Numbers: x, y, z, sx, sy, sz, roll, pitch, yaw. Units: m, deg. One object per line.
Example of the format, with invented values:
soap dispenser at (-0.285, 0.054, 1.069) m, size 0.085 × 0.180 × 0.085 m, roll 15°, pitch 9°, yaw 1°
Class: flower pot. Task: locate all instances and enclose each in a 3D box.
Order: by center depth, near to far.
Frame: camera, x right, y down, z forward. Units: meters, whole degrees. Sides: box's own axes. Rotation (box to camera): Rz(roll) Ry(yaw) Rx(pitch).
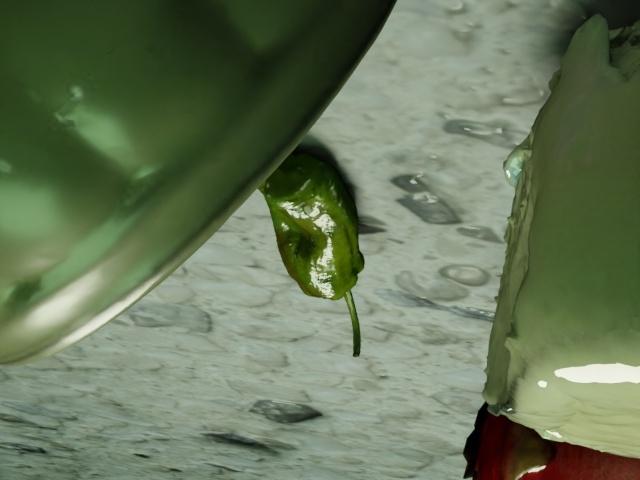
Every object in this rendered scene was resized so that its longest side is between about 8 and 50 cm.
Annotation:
flower pot at (-0.133, -0.128, 0.531) m, size 0.244 × 0.307 × 0.307 m, roll 43°, pitch 145°, yaw -22°

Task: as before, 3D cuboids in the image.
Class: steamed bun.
steamed bun at (0.253, 0.006, 0.721) m, size 0.312 × 0.232 × 0.334 m, roll 10°, pitch 166°, yaw -2°

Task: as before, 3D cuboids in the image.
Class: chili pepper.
chili pepper at (-0.003, 0.001, 1.020) m, size 0.072 × 0.073 × 0.204 m, roll 19°, pitch 151°, yaw 28°

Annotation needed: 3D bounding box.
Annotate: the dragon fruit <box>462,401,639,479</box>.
dragon fruit at (0.280, 0.183, 1.057) m, size 0.302 × 0.295 × 0.295 m, roll -23°, pitch 144°, yaw 21°
